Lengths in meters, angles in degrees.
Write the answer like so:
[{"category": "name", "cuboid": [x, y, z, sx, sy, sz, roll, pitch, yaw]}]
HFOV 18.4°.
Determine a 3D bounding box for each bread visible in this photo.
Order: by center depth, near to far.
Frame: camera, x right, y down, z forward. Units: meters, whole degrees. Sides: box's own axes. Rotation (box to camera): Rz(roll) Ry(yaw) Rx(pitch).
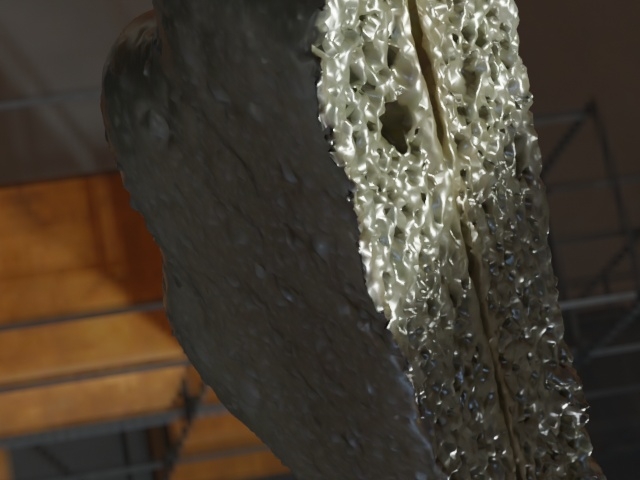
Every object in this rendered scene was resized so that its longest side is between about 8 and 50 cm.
[{"category": "bread", "cuboid": [0.005, -0.002, 0.771, 0.183, 0.102, 0.337, 25, -40, 44]}]
